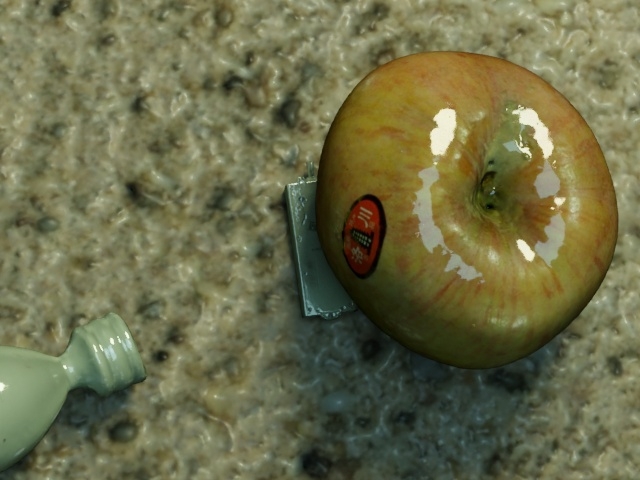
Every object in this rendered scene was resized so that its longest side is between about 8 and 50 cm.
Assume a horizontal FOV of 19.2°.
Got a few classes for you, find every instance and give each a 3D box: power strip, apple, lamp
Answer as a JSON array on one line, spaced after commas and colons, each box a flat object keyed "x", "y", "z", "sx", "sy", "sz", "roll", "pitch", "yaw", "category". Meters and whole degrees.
[{"x": 0.000, "y": 0.000, "z": 1.598, "sx": 0.051, "sy": 0.019, "sz": 0.136, "roll": -8, "pitch": 84, "yaw": -9, "category": "power strip"}, {"x": 0.115, "y": -0.026, "z": 1.528, "sx": 0.261, "sy": 0.194, "sz": 0.260, "roll": 2, "pitch": 83, "yaw": -16, "category": "apple"}, {"x": -0.236, "y": 0.118, "z": 1.513, "sx": 0.193, "sy": 0.106, "sz": 0.106, "roll": -25, "pitch": 87, "yaw": -20, "category": "lamp"}]
